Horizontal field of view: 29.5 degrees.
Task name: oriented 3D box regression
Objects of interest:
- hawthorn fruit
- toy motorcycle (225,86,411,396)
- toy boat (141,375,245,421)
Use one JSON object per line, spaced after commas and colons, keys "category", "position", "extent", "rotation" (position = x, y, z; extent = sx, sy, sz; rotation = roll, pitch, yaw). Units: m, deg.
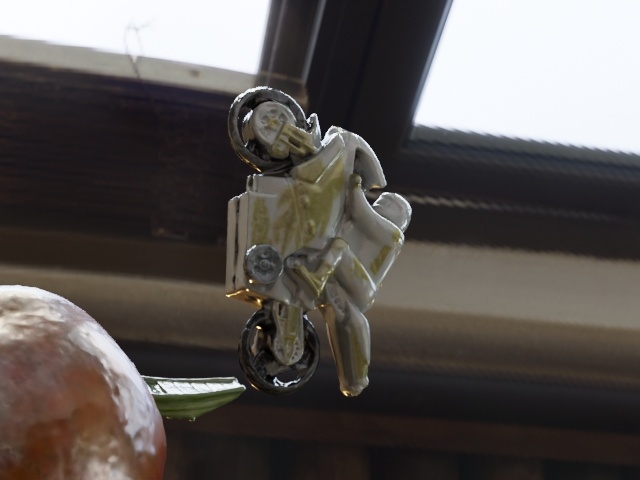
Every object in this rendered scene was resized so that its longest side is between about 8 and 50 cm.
{"category": "hawthorn fruit", "position": [-0.229, 0.162, 0.874], "extent": [0.231, 0.262, 0.235], "rotation": [-27, -135, -19]}
{"category": "toy motorcycle", "position": [0.000, 0.000, 0.887], "extent": [0.151, 0.074, 0.228], "rotation": [1, -102, -27]}
{"category": "toy boat", "position": [-0.243, 0.193, 1.578], "extent": [0.293, 0.055, 0.093], "rotation": [10, -174, -23]}
